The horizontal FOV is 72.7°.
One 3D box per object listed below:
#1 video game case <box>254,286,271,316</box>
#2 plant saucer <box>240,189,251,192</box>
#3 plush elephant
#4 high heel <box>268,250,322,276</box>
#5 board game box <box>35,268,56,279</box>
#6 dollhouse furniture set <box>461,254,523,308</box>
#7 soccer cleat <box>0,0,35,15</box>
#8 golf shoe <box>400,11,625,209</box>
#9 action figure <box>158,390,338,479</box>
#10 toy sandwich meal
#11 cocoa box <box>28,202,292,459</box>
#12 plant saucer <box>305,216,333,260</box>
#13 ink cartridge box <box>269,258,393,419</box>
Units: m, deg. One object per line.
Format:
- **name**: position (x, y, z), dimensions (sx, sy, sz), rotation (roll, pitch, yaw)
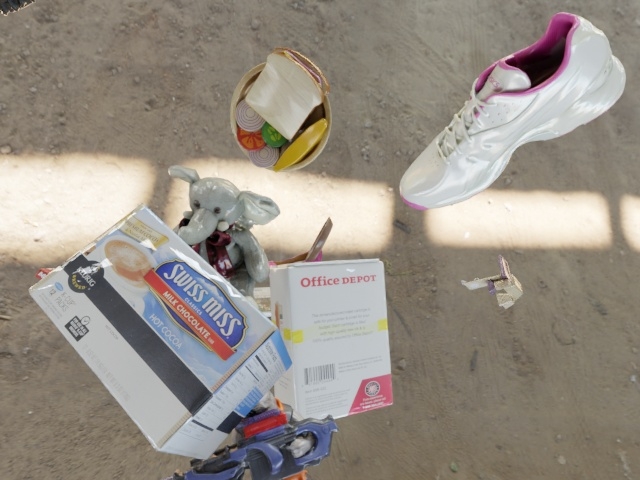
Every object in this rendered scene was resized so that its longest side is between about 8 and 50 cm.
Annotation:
- **video game case**: position (-0.175, 0.229, 1.651), dimensions (0.190, 0.173, 0.022), rotation (2, 114, -34)
- **plant saucer**: position (-0.334, -0.127, 1.588), dimensions (0.037, 0.195, 0.195), rotation (47, 67, -3)
- **plush elephant**: position (-0.236, -0.021, 0.964), dimensions (0.272, 0.255, 0.330), rotation (13, 53, 12)
- **high heel**: position (-0.102, 0.069, 1.484), dimensions (0.244, 0.082, 0.117), rotation (10, 109, -33)
- **board game box**: position (-0.674, 0.124, 1.256), dimensions (0.145, 0.281, 0.027), rotation (28, 84, -3)
- **dollhouse furniture set**: position (0.310, 0.099, 0.780), dimensions (0.114, 0.081, 0.091), rotation (36, 44, -41)
- **soccer cleat**: position (-0.415, -0.306, 0.486), dimensions (0.109, 0.318, 0.116), rotation (-3, 93, -57)
- **golf shoe**: position (0.215, -0.157, 0.563), dimensions (0.140, 0.306, 0.115), rotation (29, 34, -42)
- **action figure**: position (-0.138, 0.441, 0.835), dimensions (0.341, 0.178, 0.330), rotation (-6, 91, -14)
- **toy sandwich meal**: position (-0.029, -0.087, 0.304), dimensions (0.085, 0.085, 0.029), rotation (38, 24, 1)
- **cocoa box**: position (-0.252, 0.154, 0.748), dimensions (0.347, 0.231, 0.228), rotation (38, 69, 21)
- **plant saucer**: position (0.000, 0.000, 1.437), dimensions (0.029, 0.168, 0.168), rotation (28, 67, -4)
- **ink cartridge box**: position (0.025, 0.246, 1.146), dimensions (0.279, 0.160, 0.384), rotation (-1, 87, -26)
